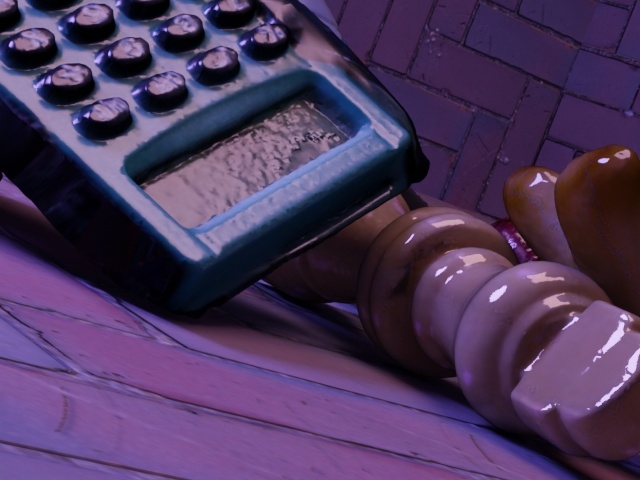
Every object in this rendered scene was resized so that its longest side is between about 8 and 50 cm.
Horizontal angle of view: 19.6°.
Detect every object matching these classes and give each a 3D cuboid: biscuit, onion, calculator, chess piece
[{"bbox_3d":[0.182,0.045,1.053,0.208,0.047,0.164,59,-14,-4],"label":"biscuit"},{"bbox_3d":[0.205,0.026,1.892,0.107,0.097,0.107,51,2,-3],"label":"onion"},{"bbox_3d":[-0.093,-0.095,1.040,0.274,0.058,0.248,44,38,12],"label":"calculator"},{"bbox_3d":[0.072,0.029,1.083,0.117,0.117,0.397,19,6,-30],"label":"chess piece"}]

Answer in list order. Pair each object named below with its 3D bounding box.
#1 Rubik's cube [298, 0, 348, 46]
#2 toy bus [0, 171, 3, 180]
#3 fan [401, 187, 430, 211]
[{"bbox_3d":[-0.066,-0.127,1.619,0.254,0.254,0.254,21,4,-2],"label":"Rubik's cube"},{"bbox_3d":[-0.260,-0.109,1.080,0.209,0.126,0.136,21,18,-17],"label":"toy bus"},{"bbox_3d":[0.002,-0.080,1.737,0.414,0.012,0.233,42,-13,0],"label":"fan"}]
